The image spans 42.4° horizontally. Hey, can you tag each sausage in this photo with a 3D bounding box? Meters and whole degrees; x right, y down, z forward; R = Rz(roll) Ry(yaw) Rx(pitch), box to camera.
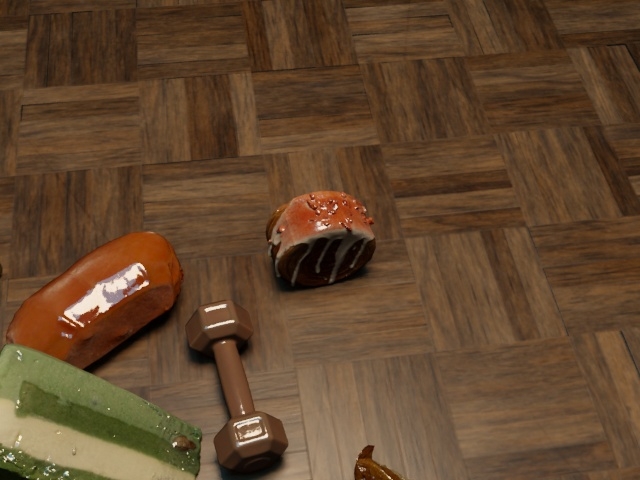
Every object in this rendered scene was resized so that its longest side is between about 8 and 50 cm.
[{"bbox_3d":[-0.303,0.085,1.126,0.258,0.133,0.133,-38,64,-22],"label":"sausage"}]

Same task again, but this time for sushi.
[{"bbox_3d":[0.088,0.312,1.022,0.120,0.055,0.052,38,105,30],"label":"sushi"}]

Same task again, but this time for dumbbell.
[{"bbox_3d":[-0.113,0.189,1.085,0.092,0.082,0.231,-13,56,-11],"label":"dumbbell"}]

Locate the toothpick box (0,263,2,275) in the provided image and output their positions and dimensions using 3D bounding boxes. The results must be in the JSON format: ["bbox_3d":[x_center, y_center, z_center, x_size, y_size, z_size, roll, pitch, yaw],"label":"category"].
[{"bbox_3d":[-0.604,-0.063,1.189,0.190,0.187,0.308,-30,65,-23],"label":"toothpick box"}]

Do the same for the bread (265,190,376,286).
[{"bbox_3d":[0.000,0.000,1.182,0.160,0.160,0.073,-8,57,-9],"label":"bread"}]

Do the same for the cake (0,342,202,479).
[{"bbox_3d":[-0.290,0.237,0.991,0.283,0.172,0.158,11,56,3],"label":"cake"}]
